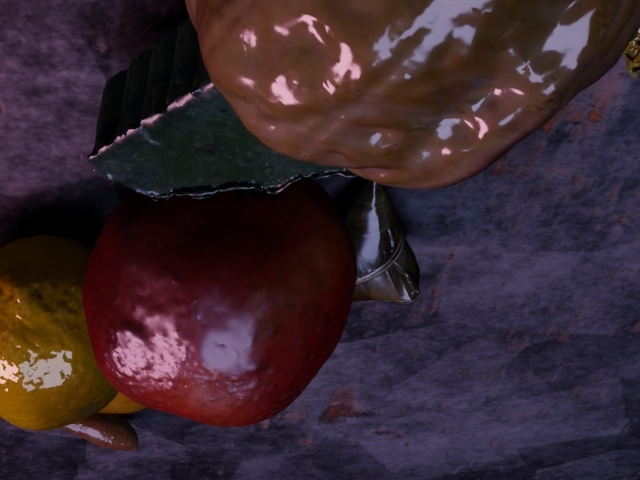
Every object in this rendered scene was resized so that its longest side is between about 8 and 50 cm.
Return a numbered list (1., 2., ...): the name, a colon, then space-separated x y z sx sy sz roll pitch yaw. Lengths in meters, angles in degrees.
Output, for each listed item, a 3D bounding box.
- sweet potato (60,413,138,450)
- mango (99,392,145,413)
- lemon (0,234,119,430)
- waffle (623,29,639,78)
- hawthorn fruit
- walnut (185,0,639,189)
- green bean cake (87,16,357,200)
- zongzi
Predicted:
1. sweet potato: -0.340 0.244 1.918 0.214 0.050 0.050 24 141 -34
2. mango: -0.276 0.167 1.744 0.227 0.099 0.136 -17 152 39
3. lemon: -0.297 0.099 1.504 0.204 0.204 0.260 -1 154 -6
4. waffle: 0.321 -0.227 1.154 0.245 0.052 0.254 -19 146 27
5. hawthorn fruit: -0.088 0.025 1.346 0.265 0.265 0.307 10 131 -24
6. walnut: 0.081 -0.198 0.944 0.306 0.306 0.344 21 144 -37
7. green bean cake: -0.071 -0.101 1.195 0.193 0.107 0.208 26 139 -38
8. zongzi: 0.000 0.000 1.504 0.187 0.084 0.184 -8 137 16
